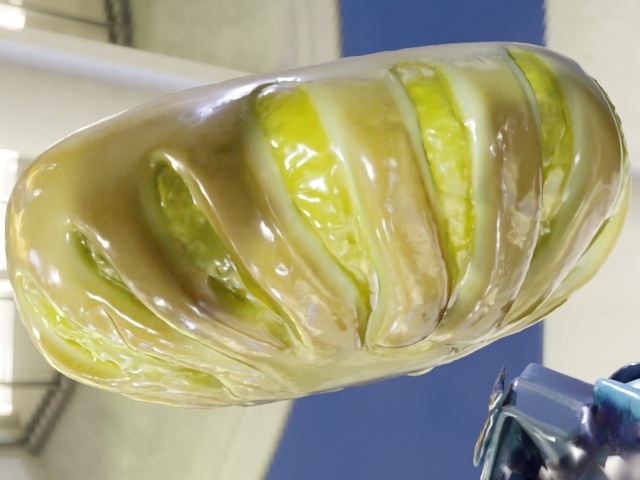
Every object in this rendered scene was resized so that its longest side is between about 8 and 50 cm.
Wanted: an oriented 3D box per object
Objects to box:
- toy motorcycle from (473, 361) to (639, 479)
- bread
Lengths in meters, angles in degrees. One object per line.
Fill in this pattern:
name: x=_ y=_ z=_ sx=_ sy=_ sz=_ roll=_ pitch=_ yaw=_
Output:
toy motorcycle: x=0.073 y=0.153 z=0.462 sx=0.123 sy=0.182 sz=0.272 roll=21 pitch=-66 yaw=13
bread: x=0.000 y=0.000 z=0.842 sx=0.333 sy=0.333 sz=0.160 roll=-17 pitch=-97 yaw=40
